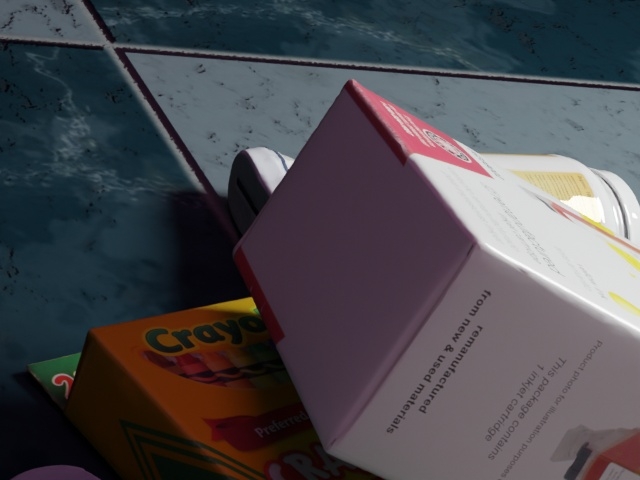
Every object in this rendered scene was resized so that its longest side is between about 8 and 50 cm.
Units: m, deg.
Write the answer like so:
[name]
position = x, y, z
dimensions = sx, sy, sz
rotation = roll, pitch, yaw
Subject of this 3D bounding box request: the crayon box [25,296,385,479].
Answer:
[crayon box]
position = -0.030, 0.135, 1.284
dimensions = 0.202, 0.081, 0.318
rotation = -11, 42, -43

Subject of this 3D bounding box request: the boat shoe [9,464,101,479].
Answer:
[boat shoe]
position = -0.119, 0.195, 1.154
dimensions = 0.183, 0.083, 0.065
rotation = 8, 48, 35

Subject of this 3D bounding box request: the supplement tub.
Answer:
[supplement tub]
position = 0.151, 0.000, 1.558
dimensions = 0.199, 0.144, 0.144
rotation = 0, 35, -31

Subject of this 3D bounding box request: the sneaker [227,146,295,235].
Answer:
[sneaker]
position = 0.000, 0.000, 1.516
dimensions = 0.091, 0.094, 0.258
rotation = 3, 32, -20

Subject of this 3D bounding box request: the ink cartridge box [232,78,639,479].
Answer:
[ink cartridge box]
position = 0.163, 0.084, 1.258
dimensions = 0.384, 0.160, 0.279
rotation = 28, 14, -26
